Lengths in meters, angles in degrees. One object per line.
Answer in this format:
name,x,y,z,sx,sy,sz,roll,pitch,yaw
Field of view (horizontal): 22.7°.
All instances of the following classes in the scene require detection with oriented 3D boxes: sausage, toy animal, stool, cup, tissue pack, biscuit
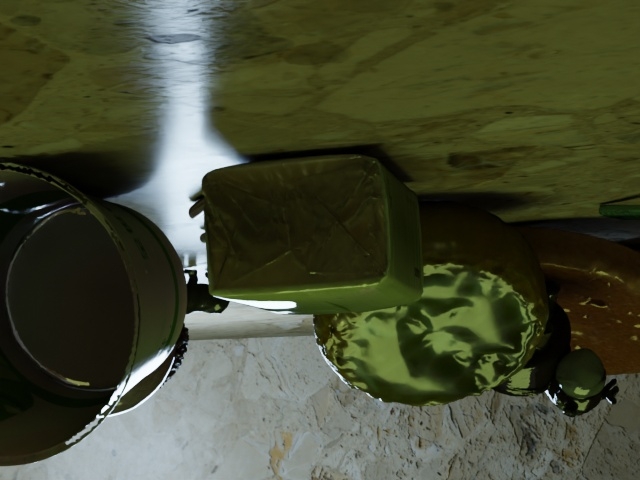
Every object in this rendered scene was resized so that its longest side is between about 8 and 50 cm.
sausage,-0.116,-0.034,1.576,0.015,0.015,0.100,-1,172,-17
toy animal,-0.187,0.072,2.236,0.135,0.065,0.047,3,170,-36
stool,0.262,0.129,1.919,0.125,0.217,0.121,-38,149,-30
cup,-0.243,0.054,1.431,0.253,0.253,0.274,-4,-178,11
tissue pack,0.000,0.000,1.441,0.159,0.125,0.234,-4,174,10
biscuit,0.321,0.084,2.076,0.350,0.078,0.455,5,160,24

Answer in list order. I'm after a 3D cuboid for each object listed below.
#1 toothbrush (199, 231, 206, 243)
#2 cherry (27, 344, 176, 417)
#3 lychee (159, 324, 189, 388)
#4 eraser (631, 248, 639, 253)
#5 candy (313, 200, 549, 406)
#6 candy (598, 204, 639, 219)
toothbrush,-0.011,0.004,1.897,0.288,0.024,0.021,1,174,-29
cherry,-0.319,0.133,2.095,0.239,0.206,0.239,2,-175,0
lychee,-0.298,0.162,2.528,0.188,0.188,0.188,-3,173,0
eraser,0.477,0.068,2.301,0.290,0.104,0.189,1,168,-28
candy,0.118,0.069,1.718,0.260,0.118,0.260,-3,135,-3
candy,0.382,-0.030,1.627,0.097,0.097,0.323,0,180,-26
